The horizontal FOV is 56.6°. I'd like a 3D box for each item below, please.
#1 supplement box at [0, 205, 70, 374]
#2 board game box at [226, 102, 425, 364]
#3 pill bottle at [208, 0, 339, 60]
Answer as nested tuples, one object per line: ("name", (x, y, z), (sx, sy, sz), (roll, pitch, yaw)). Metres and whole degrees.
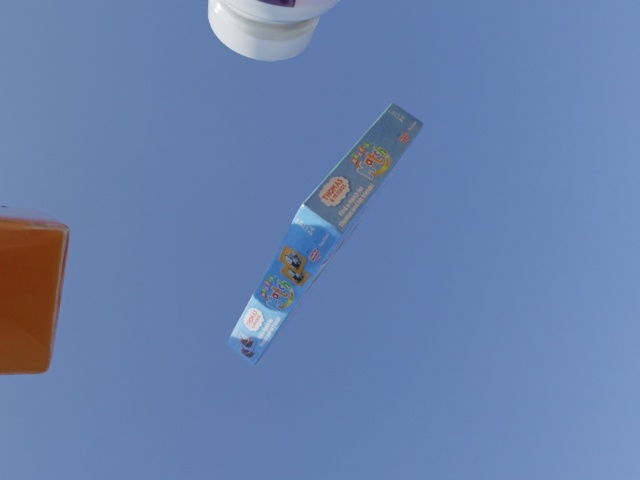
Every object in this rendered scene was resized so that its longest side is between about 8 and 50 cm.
("supplement box", (-0.211, 0.015, 0.365), (0.078, 0.233, 0.080), (6, -86, -29))
("board game box", (0.000, 0.000, 0.518), (0.039, 0.211, 0.160), (35, -133, 4))
("pill bottle", (-0.032, -0.322, 0.564), (0.169, 0.301, 0.169), (6, -118, -12))
